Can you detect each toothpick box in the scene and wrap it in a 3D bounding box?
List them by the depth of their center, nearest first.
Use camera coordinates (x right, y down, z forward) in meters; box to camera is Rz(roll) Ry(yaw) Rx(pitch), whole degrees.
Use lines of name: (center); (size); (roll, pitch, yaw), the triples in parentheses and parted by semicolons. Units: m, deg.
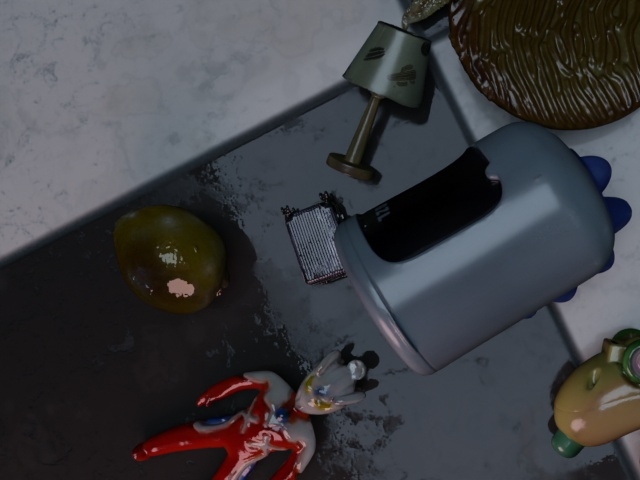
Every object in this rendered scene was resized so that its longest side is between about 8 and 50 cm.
toothpick box: (0.228, 0.004, 1.185); (0.355, 0.263, 0.263); (-32, 83, 9)

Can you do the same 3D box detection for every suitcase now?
suitcase: (0.000, 0.000, 1.315); (0.086, 0.059, 0.126); (-20, 85, 13)

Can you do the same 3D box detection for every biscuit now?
biscuit: (0.328, -0.299, 1.210); (0.318, 0.040, 0.317); (1, 78, -3)

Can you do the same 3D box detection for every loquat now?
loquat: (-0.223, 0.023, 1.320); (0.195, 0.152, 0.152); (28, 95, 3)

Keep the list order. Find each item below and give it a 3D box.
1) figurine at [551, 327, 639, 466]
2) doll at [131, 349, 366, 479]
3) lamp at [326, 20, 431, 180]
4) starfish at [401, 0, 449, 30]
figurine: (0.472, 0.241, 1.179); (0.325, 0.124, 0.222); (9, 91, 8)
doll: (-0.091, 0.280, 1.317); (0.384, 0.099, 0.188); (-35, 82, 13)
lamp: (0.081, -0.195, 1.276); (0.121, 0.121, 0.214); (23, 106, 12)
starfish: (0.215, -0.432, 1.283); (0.295, 0.048, 0.231); (-28, 84, 7)
